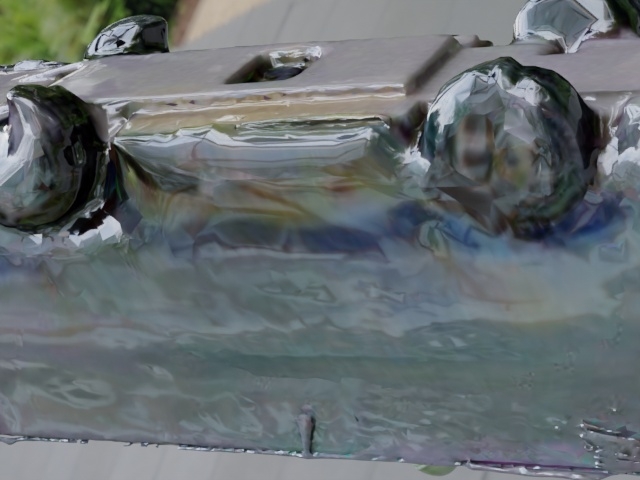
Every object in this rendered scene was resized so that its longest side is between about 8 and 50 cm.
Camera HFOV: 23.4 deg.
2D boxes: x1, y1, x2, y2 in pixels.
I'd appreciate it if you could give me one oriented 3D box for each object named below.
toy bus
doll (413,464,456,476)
[{"bbox_3d":[0.000,0.000,0.479,0.112,0.317,0.138,-45,-49,-56],"label":"toy bus"},{"bbox_3d":[0.117,0.063,1.355,0.155,0.113,0.275,-44,23,56],"label":"doll"}]
